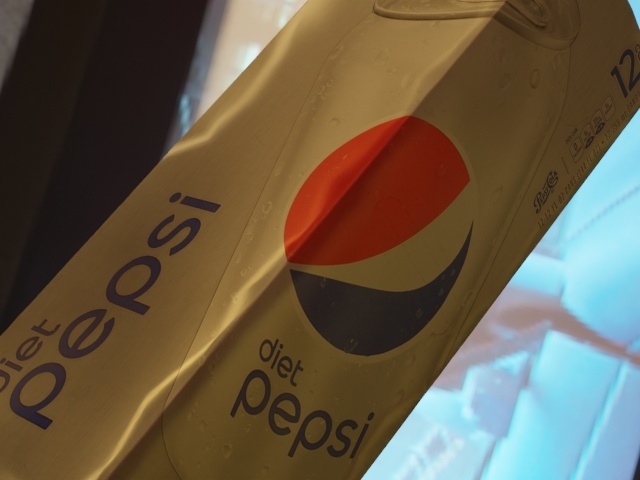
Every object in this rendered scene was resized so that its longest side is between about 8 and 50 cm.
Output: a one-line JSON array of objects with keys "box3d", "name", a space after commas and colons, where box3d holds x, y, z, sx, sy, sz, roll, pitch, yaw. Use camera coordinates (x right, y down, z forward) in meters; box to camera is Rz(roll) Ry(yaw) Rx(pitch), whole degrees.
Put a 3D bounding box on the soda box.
[{"box3d": [0.000, 0.000, 0.533, 0.286, 0.098, 0.091, -50, -50, -21], "name": "soda box"}]
